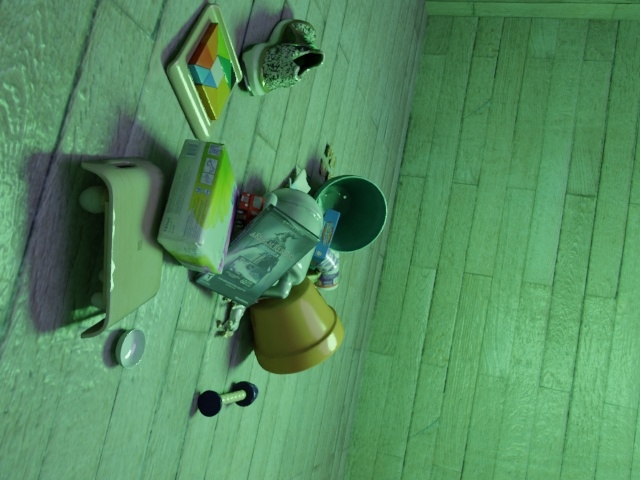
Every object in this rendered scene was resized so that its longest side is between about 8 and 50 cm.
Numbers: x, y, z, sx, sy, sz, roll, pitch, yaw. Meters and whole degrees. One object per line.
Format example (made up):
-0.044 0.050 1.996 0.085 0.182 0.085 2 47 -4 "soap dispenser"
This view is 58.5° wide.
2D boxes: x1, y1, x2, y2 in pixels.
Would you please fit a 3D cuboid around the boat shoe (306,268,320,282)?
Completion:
-0.063 0.138 2.037 0.089 0.104 0.285 -65 165 5 "boat shoe"

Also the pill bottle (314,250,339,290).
0.019 0.092 2.264 0.108 0.108 0.194 -46 141 -61 "pill bottle"

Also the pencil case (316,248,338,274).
-0.019 0.029 2.039 0.206 0.086 0.088 52 20 -26 "pencil case"

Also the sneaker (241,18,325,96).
-0.063 -0.510 1.608 0.410 0.182 0.158 -61 153 -48 "sneaker"

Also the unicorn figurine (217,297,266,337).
-0.234 0.201 1.617 0.162 0.060 0.111 -55 156 -2 "unicorn figurine"

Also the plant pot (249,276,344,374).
-0.093 0.238 1.755 0.291 0.290 0.203 -57 134 -52 "plant pot"

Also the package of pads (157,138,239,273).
-0.257 -0.057 1.245 0.296 0.101 0.229 96 5 -75 "package of pads"

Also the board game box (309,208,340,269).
0.000 0.000 1.861 0.210 0.047 0.160 133 -24 -75 "board game box"

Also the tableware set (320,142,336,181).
0.035 -0.301 2.274 0.169 0.020 0.141 54 47 -66 "tableware set"

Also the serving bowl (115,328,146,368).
-0.395 0.220 1.174 0.083 0.027 0.083 9 90 -73 "serving bowl"

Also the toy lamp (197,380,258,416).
-0.253 0.449 1.641 0.274 0.080 0.080 28 72 -72 "toy lamp"

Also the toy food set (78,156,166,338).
-0.378 0.003 1.063 0.220 0.092 0.306 -54 151 -77 "toy food set"

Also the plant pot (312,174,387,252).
0.080 -0.123 2.161 0.195 0.290 0.290 -130 -140 -64 "plant pot"

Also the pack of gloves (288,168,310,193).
-0.049 -0.105 1.902 0.195 0.046 0.232 68 29 -27 "pack of gloves"

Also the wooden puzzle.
-0.251 -0.383 1.313 0.221 0.044 0.239 75 29 -52 "wooden puzzle"

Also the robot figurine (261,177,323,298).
-0.110 -0.007 1.666 0.300 0.199 0.353 61 41 -51 "robot figurine"

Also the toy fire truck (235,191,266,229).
-0.144 -0.052 1.444 0.192 0.135 0.047 114 -15 -66 "toy fire truck"

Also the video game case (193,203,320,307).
-0.157 0.046 1.441 0.196 0.274 0.026 35 19 -45 "video game case"

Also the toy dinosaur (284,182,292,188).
-0.112 -0.098 1.892 0.092 0.053 0.183 25 66 -56 "toy dinosaur"
